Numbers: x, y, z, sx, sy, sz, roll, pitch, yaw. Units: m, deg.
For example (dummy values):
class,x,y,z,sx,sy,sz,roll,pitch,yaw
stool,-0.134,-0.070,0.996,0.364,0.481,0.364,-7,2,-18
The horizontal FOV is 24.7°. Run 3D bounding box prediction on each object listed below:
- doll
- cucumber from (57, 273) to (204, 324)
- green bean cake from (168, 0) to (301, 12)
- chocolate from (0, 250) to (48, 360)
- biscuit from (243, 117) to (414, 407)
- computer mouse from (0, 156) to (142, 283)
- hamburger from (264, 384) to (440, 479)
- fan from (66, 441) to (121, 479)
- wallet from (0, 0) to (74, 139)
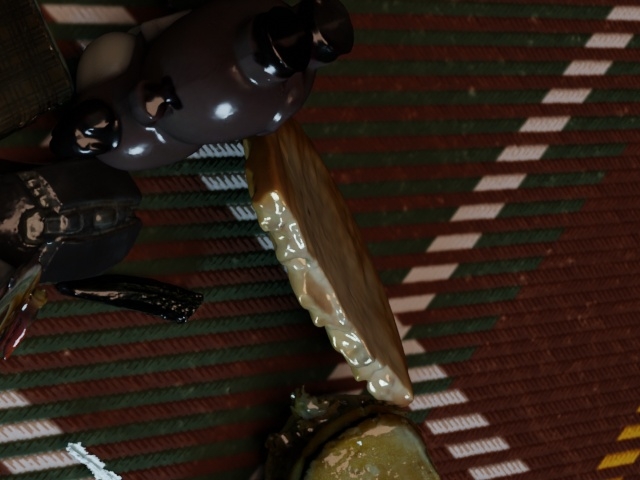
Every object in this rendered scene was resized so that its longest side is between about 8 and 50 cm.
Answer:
class,x,y,z,sx,sy,sz,roll,pitch,yaw
doll,-0.100,-0.127,1.167,0.182,0.257,0.117,-24,100,-48
cucumber,-0.163,0.046,1.274,0.135,0.033,0.034,18,84,-35
green bean cake,-0.074,-0.305,1.230,0.222,0.125,0.227,35,76,-30
chocolate,-0.319,0.066,1.110,0.147,0.221,0.221,33,76,4
biscuit,0.000,0.000,1.293,0.040,0.204,0.309,-22,133,11
computer mouse,-0.229,-0.016,1.204,0.192,0.062,0.106,-6,101,-32
hamburger,0.019,0.209,1.368,0.159,0.131,0.185,-32,114,-10
fan,-0.103,0.276,1.316,0.329,0.009,0.191,40,112,-19
wallet,-0.338,-0.114,1.101,0.317,0.044,0.169,-37,112,-35
